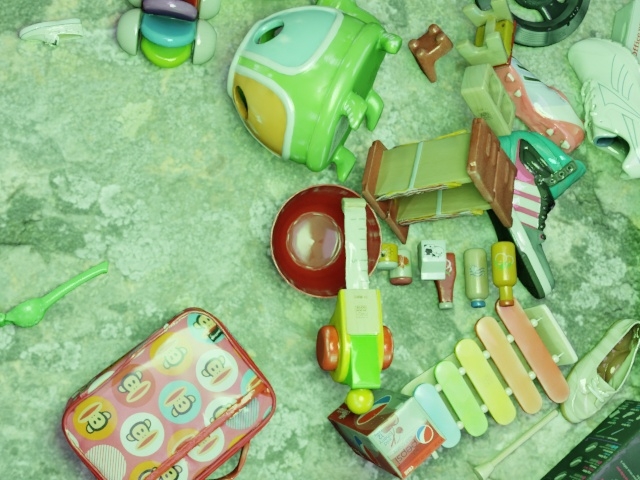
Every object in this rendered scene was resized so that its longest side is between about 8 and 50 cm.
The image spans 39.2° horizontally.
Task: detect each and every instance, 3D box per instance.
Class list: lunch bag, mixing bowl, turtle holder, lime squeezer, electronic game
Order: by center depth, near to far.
[{"bbox_3d":[-0.487,0.078,1.376,0.310,0.059,0.110,3,84,-11],"label":"lime squeezer"},{"bbox_3d":[-0.221,0.275,1.387,0.293,0.120,0.258,-40,97,-11],"label":"lunch bag"},{"bbox_3d":[-0.004,-0.276,1.422,0.227,0.243,0.321,24,84,7],"label":"turtle holder"},{"bbox_3d":[0.000,0.000,1.461,0.181,0.098,0.182,0,91,-13],"label":"mixing bowl"},{"bbox_3d":[0.380,-0.460,1.615,0.229,0.048,0.230,1,86,-13],"label":"electronic game"}]

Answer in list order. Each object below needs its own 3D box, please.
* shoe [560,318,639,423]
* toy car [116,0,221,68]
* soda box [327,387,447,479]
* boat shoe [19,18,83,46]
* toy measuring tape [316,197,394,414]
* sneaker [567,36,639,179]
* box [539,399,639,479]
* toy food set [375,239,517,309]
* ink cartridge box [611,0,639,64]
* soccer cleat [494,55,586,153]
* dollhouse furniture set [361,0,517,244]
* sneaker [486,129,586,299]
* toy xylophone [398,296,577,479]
[{"bbox_3d":[0.494,0.224,1.566,0.076,0.058,0.219,38,78,-6],"label":"shoe"},{"bbox_3d":[-0.238,-0.370,1.431,0.159,0.136,0.182,8,83,-11],"label":"toy car"},{"bbox_3d":[0.094,0.286,1.371,0.092,0.263,0.083,-40,93,-12],"label":"soda box"},{"bbox_3d":[-0.429,-0.329,1.440,0.100,0.035,0.035,-14,85,-19],"label":"boat shoe"},{"bbox_3d":[0.048,0.104,1.389,0.121,0.121,0.330,1,71,-12],"label":"toy measuring tape"},{"bbox_3d":[0.507,-0.233,1.553,0.129,0.111,0.297,-23,61,-8],"label":"sneaker"},{"bbox_3d":[0.504,0.416,1.506,0.270,0.143,0.165,-38,91,-12],"label":"box"},{"bbox_3d":[0.202,0.063,1.488,0.232,0.111,0.105,0,77,-6],"label":"toy food set"},{"bbox_3d":[0.622,-0.351,1.643,0.175,0.072,0.128,15,82,-10],"label":"ink cartridge box"},{"bbox_3d":[0.372,-0.257,1.586,0.248,0.083,0.095,46,58,-3],"label":"soccer cleat"},{"bbox_3d":[0.218,-0.199,1.483,0.152,0.201,0.374,46,48,-43],"label":"dollhouse furniture set"},{"bbox_3d":[0.380,-0.063,1.545,0.178,0.124,0.296,-23,88,-4],"label":"sneaker"},{"bbox_3d":[0.290,0.255,1.509,0.322,0.081,0.236,-40,94,-12],"label":"toy xylophone"}]
